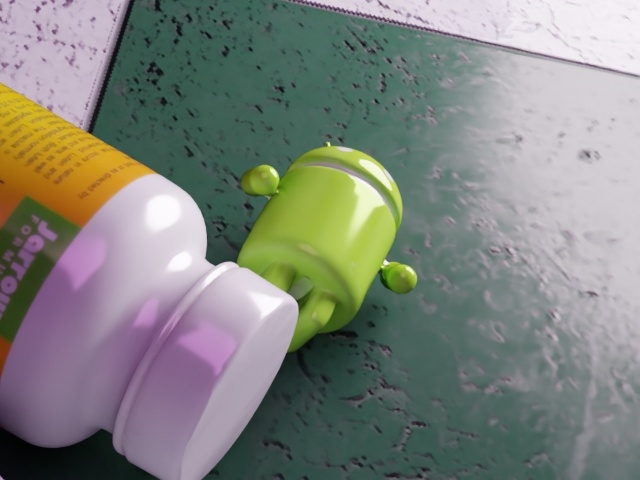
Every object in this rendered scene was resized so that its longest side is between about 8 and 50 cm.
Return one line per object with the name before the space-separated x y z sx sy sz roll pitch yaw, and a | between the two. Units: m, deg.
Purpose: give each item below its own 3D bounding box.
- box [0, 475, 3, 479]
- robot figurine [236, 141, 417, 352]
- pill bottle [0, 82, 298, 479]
box | -0.257 0.175 0.708 0.290 0.087 0.169 -33 65 -29
robot figurine | 0.000 0.000 0.897 0.101 0.067 0.115 34 52 -7
pill bottle | -0.140 0.010 0.821 0.245 0.136 0.136 30 54 12
